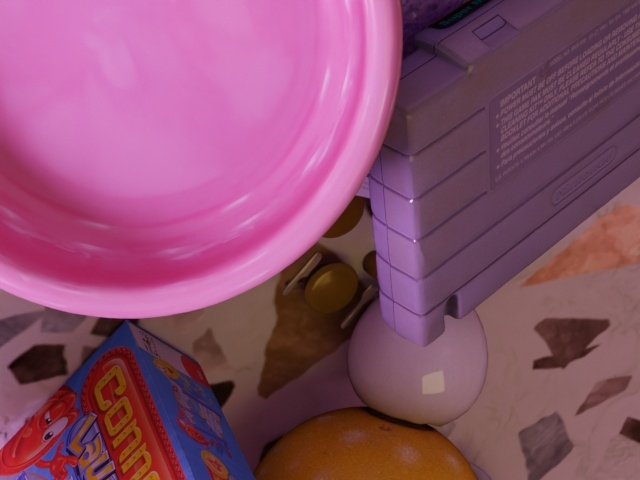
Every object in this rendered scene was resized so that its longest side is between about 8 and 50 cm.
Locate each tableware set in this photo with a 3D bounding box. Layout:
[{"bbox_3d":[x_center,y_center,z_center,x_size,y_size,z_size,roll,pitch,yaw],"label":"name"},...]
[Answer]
[{"bbox_3d":[0.000,0.000,1.050,0.154,0.024,0.104,33,101,-38],"label":"tableware set"}]

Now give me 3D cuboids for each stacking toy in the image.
[{"bbox_3d":[0.029,0.262,1.090,0.350,0.350,0.480,13,95,-33],"label":"stacking toy"}]

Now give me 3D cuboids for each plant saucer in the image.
[{"bbox_3d":[-0.117,-0.122,0.786,0.332,0.084,0.332,1,105,4],"label":"plant saucer"}]

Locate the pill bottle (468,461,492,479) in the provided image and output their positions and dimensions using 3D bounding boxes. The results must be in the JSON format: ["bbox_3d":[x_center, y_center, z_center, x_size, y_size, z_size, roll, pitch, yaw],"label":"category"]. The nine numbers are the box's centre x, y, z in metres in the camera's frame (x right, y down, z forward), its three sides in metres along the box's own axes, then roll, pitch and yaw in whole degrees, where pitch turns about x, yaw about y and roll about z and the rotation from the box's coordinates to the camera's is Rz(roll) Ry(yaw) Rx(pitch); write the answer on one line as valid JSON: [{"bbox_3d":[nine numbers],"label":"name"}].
[{"bbox_3d":[0.147,0.301,1.281,0.103,0.103,0.184,-33,131,-2],"label":"pill bottle"}]

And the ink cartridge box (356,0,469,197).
[{"bbox_3d":[0.059,-0.187,0.917,0.165,0.065,0.333,13,118,-32],"label":"ink cartridge box"}]

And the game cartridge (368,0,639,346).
[{"bbox_3d":[0.174,-0.104,0.962,0.355,0.068,0.230,-35,136,-26],"label":"game cartridge"}]

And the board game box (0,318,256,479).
[{"bbox_3d":[-0.175,0.263,0.960,0.302,0.308,0.086,-46,128,9],"label":"board game box"}]

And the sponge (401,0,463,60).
[{"bbox_3d":[0.038,-0.174,0.855,0.117,0.031,0.210,-12,128,-20],"label":"sponge"}]
